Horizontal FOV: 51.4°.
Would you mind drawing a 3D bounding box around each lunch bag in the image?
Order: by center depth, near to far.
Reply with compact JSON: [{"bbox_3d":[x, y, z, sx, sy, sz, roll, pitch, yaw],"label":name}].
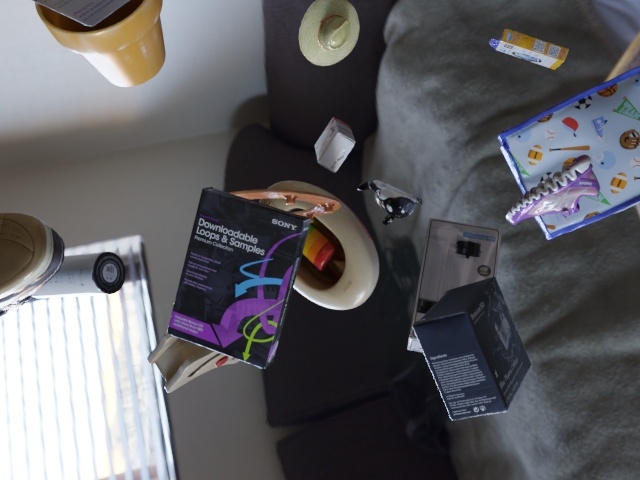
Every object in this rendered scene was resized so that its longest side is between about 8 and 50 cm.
[{"bbox_3d":[0.705,-0.220,1.752,0.328,0.385,0.239,65,-172,5],"label":"lunch bag"}]

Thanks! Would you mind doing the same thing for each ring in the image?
[{"bbox_3d":[-0.118,-0.077,1.657,0.336,0.336,0.032,124,145,-79],"label":"ring"}]

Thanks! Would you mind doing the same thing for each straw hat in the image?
[{"bbox_3d":[0.031,-0.421,1.354,0.061,0.144,0.145,-136,33,-56],"label":"straw hat"}]

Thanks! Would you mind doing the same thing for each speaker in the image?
[{"bbox_3d":[-0.320,0.046,0.859,0.055,0.136,0.055,17,-110,-59],"label":"speaker"}]

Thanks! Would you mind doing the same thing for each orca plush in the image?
[{"bbox_3d":[0.168,-0.096,1.778,0.287,0.151,0.102,36,108,58],"label":"orca plush"}]

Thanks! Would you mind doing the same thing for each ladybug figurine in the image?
[{"bbox_3d":[0.000,0.000,1.918,0.449,0.161,0.305,46,123,18],"label":"ladybug figurine"}]

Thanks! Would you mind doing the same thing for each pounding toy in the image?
[{"bbox_3d":[-0.215,0.164,1.289,0.155,0.269,0.154,52,145,17],"label":"pounding toy"}]

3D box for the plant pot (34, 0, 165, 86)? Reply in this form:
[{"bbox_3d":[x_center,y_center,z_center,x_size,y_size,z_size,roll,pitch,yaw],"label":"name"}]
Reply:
[{"bbox_3d":[-0.367,-0.383,1.188,0.188,0.205,0.205,77,177,-65],"label":"plant pot"}]

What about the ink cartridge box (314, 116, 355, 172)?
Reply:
[{"bbox_3d":[0.036,-0.251,1.736,0.099,0.056,0.135,-55,18,20],"label":"ink cartridge box"}]

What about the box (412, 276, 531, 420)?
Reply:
[{"bbox_3d":[0.233,0.161,1.007,0.156,0.093,0.158,-30,-83,-56],"label":"box"}]

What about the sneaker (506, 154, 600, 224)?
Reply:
[{"bbox_3d":[0.546,-0.093,1.552,0.105,0.236,0.095,52,-148,-3],"label":"sneaker"}]

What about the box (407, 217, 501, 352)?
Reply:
[{"bbox_3d":[0.295,0.107,1.457,0.087,0.169,0.290,82,-159,-65],"label":"box"}]

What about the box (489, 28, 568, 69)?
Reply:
[{"bbox_3d":[0.383,-0.357,1.236,0.081,0.136,0.028,-31,-37,-81],"label":"box"}]

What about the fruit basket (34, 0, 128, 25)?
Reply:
[{"bbox_3d":[-0.390,-0.386,0.861,0.165,0.353,0.327,-58,9,36],"label":"fruit basket"}]

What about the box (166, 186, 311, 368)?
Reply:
[{"bbox_3d":[-0.086,0.038,0.688,0.029,0.116,0.162,-21,-53,-75],"label":"box"}]

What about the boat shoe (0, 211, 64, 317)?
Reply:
[{"bbox_3d":[-0.390,0.045,0.793,0.092,0.285,0.103,24,-129,-52],"label":"boat shoe"}]
